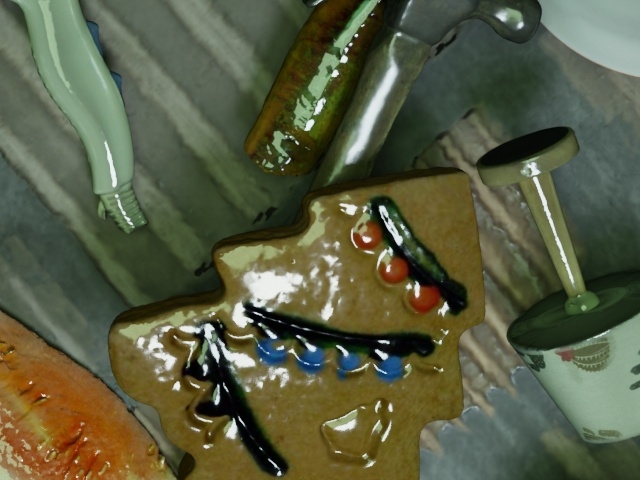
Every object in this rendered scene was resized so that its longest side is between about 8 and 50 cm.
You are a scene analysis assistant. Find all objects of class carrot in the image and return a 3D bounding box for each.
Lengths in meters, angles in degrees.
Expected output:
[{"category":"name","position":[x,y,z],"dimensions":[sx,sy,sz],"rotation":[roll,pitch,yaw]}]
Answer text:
[{"category":"carrot","position":[0.031,-0.159,1.316],"dimensions":[0.070,0.070,0.260],"rotation":[32,98,2]}]

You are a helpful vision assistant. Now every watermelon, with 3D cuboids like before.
[{"category":"watermelon","position":[-0.210,0.142,1.366],"dimensions":[0.245,0.063,0.119],"rotation":[44,83,1]}]

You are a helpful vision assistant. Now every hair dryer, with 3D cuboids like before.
[{"category":"hair dryer","position":[-0.137,-0.203,1.325],"dimensions":[0.296,0.119,0.298],"rotation":[-42,106,3]}]

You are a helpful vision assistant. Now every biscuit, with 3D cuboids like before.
[{"category":"biscuit","position":[0.005,0.069,1.286],"dimensions":[0.278,0.043,0.301],"rotation":[30,101,-22]}]

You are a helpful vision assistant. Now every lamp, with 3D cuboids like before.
[{"category":"lamp","position":[0.181,0.031,1.285],"dimensions":[0.121,0.121,0.215],"rotation":[-20,104,6]}]

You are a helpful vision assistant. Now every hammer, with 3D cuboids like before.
[{"category":"hammer","position":[0.000,0.000,1.308],"dimensions":[0.168,0.044,0.440],"rotation":[17,105,-21]}]

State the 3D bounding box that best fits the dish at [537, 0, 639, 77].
[{"category":"dish","position":[0.245,-0.245,1.253],"dimensions":[0.260,0.085,0.260],"rotation":[-1,84,14]}]
